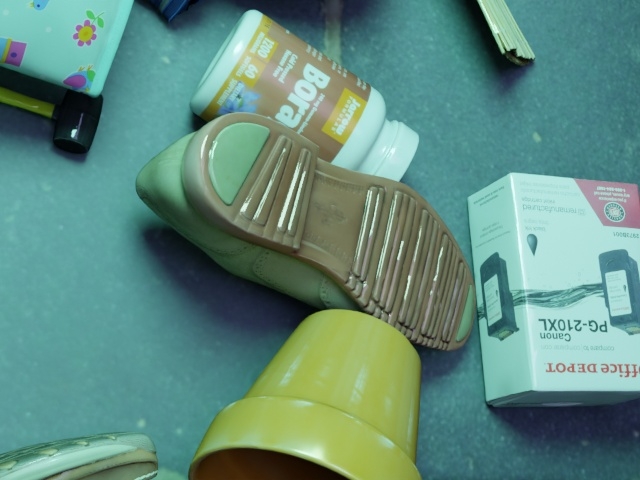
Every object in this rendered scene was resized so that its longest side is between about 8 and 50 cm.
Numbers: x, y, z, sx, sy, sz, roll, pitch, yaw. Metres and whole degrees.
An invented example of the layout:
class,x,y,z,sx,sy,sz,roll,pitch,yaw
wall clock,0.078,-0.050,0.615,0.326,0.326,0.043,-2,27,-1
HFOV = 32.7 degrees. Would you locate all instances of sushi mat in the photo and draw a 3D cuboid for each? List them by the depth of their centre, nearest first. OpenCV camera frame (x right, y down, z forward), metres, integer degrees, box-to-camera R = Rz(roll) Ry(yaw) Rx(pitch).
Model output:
class,x,y,z,sx,sy,sz,roll,pitch,yaw
sushi mat,0.164,-0.347,1.259,0.316,0.019,0.151,64,19,4

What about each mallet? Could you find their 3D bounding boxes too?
class,x,y,z,sx,sy,sz,roll,pitch,yaw
mallet,-0.299,-0.146,1.035,0.190,0.039,0.062,24,68,-12

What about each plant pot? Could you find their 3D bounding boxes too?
class,x,y,z,sx,sy,sz,roll,pitch,yaw
plant pot,0.009,0.174,1.001,0.205,0.205,0.188,35,49,-12

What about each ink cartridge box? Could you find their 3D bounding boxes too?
class,x,y,z,sx,sy,sz,roll,pitch,yaw
ink cartridge box,0.265,0.058,1.190,0.172,0.100,0.237,3,74,-23

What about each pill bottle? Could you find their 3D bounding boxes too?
class,x,y,z,sx,sy,sz,roll,pitch,yaw
pill bottle,-0.013,-0.128,1.106,0.216,0.121,0.121,31,65,-13

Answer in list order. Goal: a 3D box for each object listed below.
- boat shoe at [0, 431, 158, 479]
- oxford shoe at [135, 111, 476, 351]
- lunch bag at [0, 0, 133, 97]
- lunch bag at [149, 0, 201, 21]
class,x,y,z,sx,sy,sz,roll,pitch,yaw
boat shoe,-0.282,0.249,0.889,0.325,0.123,0.116,-20,91,-21
oxford shoe,0.000,0.000,1.075,0.397,0.147,0.140,34,62,-34
lunch bag,-0.266,-0.288,0.948,0.223,0.160,0.262,15,101,-37
lunch bag,-0.138,-0.272,1.106,0.065,0.098,0.067,43,58,-10
